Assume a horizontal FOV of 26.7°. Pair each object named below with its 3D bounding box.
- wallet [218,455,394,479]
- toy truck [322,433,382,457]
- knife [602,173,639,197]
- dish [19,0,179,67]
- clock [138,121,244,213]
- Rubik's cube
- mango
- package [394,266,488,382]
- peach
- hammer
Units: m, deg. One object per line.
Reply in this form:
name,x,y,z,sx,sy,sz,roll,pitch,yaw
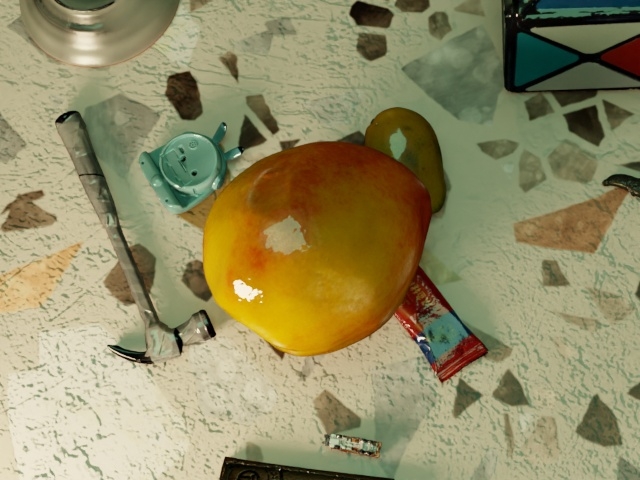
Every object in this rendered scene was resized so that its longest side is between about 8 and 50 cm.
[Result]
wallet,-0.025,0.364,1.831,0.243,0.039,0.132,7,52,7
toy truck,0.043,0.284,1.875,0.083,0.032,0.024,9,77,5
knife,0.505,-0.030,1.943,0.222,0.021,0.045,41,79,19
dish,-0.353,-0.405,2.098,0.260,0.085,0.260,-1,72,4
clock,-0.189,-0.116,2.014,0.147,0.045,0.108,-32,74,-6
Rubik's cube,0.382,-0.372,1.946,0.248,0.250,0.246,-1,72,7
mango,0.122,-0.115,1.967,0.111,0.089,0.163,-8,80,1
package,0.149,0.103,1.929,0.083,0.022,0.200,-34,71,-7
peach,-0.002,-0.004,1.842,0.308,0.289,0.289,-46,74,4
hammer,-0.295,-0.014,1.994,0.152,0.044,0.426,-22,71,-2
